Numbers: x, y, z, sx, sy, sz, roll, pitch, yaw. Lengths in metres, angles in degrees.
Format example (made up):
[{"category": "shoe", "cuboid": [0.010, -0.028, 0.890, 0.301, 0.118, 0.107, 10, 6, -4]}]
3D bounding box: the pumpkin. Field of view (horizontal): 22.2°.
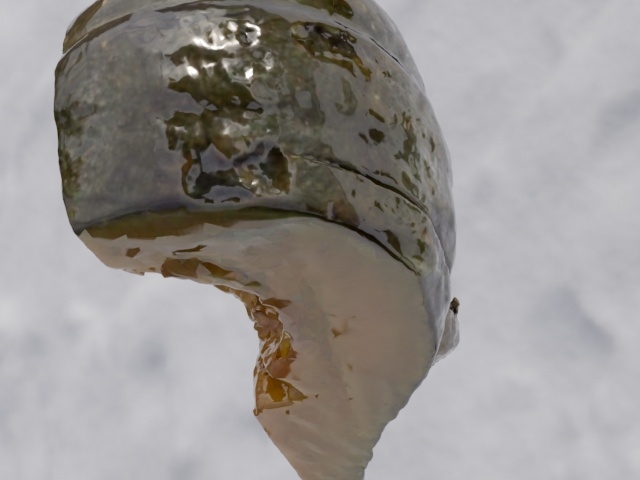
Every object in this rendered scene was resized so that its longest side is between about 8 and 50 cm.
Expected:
[{"category": "pumpkin", "cuboid": [0.005, 0.002, 0.662, 0.126, 0.248, 0.131, -22, 49, 14]}]
